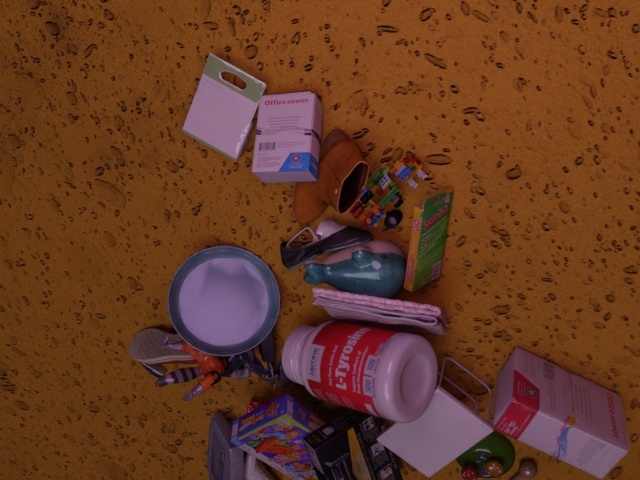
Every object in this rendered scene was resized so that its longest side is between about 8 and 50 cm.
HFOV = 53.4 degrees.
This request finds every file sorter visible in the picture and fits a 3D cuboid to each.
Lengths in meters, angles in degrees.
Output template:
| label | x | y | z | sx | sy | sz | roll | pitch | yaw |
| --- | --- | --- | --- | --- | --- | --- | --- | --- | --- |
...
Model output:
| label | x | y | z | sx | sy | sz | roll | pitch | yaw |
| --- | --- | --- | --- | --- | --- | --- | --- | --- | --- |
| file sorter | 0.334 | 0.502 | 1.828 | 0.193 | 0.173 | 0.277 | 37 | 122 | -3 |

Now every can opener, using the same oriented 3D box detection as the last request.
| label | x | y | z | sx | sy | sz | roll | pitch | yaw |
| --- | --- | --- | --- | --- | --- | --- | --- | --- | --- |
| can opener | -0.142 | 0.338 | 1.978 | 0.095 | 0.076 | 0.283 | -9 | 117 | -13 |

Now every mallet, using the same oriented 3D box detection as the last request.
| label | x | y | z | sx | sy | sz | roll | pitch | yaw |
| --- | --- | --- | --- | --- | --- | --- | --- | --- | --- |
| mallet | 0.137 | -0.105 | 1.666 | 0.190 | 0.062 | 0.039 | 43 | 121 | 11 |

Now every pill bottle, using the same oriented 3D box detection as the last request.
| label | x | y | z | sx | sy | sz | roll | pitch | yaw |
| --- | --- | --- | --- | --- | --- | --- | --- | --- | --- |
| pill bottle | 0.094 | 0.343 | 1.743 | 0.408 | 0.229 | 0.229 | 3 | 120 | 43 |

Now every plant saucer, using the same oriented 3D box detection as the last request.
| label | x | y | z | sx | sy | sz | roll | pitch | yaw |
| --- | --- | --- | --- | --- | --- | --- | --- | --- | --- |
| plant saucer | -0.276 | 0.174 | 1.830 | 0.318 | 0.317 | 0.043 | 35 | 162 | -1 |

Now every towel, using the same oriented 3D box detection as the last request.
| label | x | y | z | sx | sy | sz | roll | pitch | yaw |
| --- | --- | --- | --- | --- | --- | --- | --- | --- | --- |
| towel | 0.163 | 0.195 | 1.678 | 0.332 | 0.317 | 0.053 | 8 | 78 | 15 |

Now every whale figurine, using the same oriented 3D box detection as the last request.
| label | x | y | z | sx | sy | sz | roll | pitch | yaw |
| --- | --- | --- | --- | --- | --- | --- | --- | --- | --- |
| whale figurine | 0.093 | 0.093 | 1.662 | 0.272 | 0.141 | 0.216 | -5 | 153 | -9 |

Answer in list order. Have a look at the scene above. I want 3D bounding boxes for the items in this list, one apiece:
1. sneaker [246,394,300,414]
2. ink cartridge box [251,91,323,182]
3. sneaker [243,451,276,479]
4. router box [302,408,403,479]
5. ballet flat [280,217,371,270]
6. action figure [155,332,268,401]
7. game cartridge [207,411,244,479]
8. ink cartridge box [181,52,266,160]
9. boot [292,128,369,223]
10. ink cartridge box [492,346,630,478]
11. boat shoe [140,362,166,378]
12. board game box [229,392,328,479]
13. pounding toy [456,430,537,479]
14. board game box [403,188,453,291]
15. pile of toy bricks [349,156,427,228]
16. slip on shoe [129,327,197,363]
| label | x | y | z | sx | sy | sz | roll | pitch | yaw |
| --- | --- | --- | --- | --- | --- | --- | --- | --- | --- |
| sneaker | -0.168 | 0.551 | 2.076 | 0.128 | 0.087 | 0.221 | 36 | 121 | -4 |
| ink cartridge box | -0.078 | -0.252 | 1.567 | 0.148 | 0.086 | 0.203 | 1 | 75 | 18 |
| sneaker | -0.219 | 0.829 | 2.243 | 0.152 | 0.114 | 0.305 | -1 | 115 | -7 |
| router box | 0.106 | 0.681 | 1.965 | 0.081 | 0.243 | 0.308 | 20 | 133 | 58 |
| ballet flat | 0.000 | 0.000 | 1.731 | 0.281 | 0.095 | 0.096 | -21 | 94 | 26 |
| action figure | -0.341 | 0.328 | 1.907 | 0.341 | 0.330 | 0.178 | 50 | 115 | 26 |
| game cartridge | -0.328 | 0.764 | 2.193 | 0.198 | 0.062 | 0.297 | 40 | 132 | 42 |
| ink cartridge box | -0.246 | -0.346 | 1.653 | 0.171 | 0.056 | 0.235 | 29 | 119 | 2 |
| boot | 0.019 | -0.116 | 1.585 | 0.104 | 0.211 | 0.295 | 12 | 121 | -23 |
| ink cartridge box | 0.623 | 0.448 | 1.672 | 0.306 | 0.226 | 0.131 | 26 | 122 | 5 |
| boat shoe | -0.589 | 0.427 | 2.177 | 0.125 | 0.046 | 0.038 | 36 | 117 | -12 |
| board game box | -0.081 | 0.638 | 2.017 | 0.233 | 0.078 | 0.347 | -33 | 123 | 25 |
| pounding toy | 0.507 | 0.682 | 1.901 | 0.237 | 0.110 | 0.183 | 35 | 122 | -1 |
| board game box | 0.274 | -0.003 | 1.616 | 0.039 | 0.124 | 0.259 | 30 | 128 | 36 |
| pile of toy bricks | 0.149 | -0.139 | 1.585 | 0.118 | 0.105 | 0.212 | 23 | 119 | -42 |
| slip on shoe | -0.488 | 0.354 | 2.070 | 0.331 | 0.123 | 0.101 | -5 | 147 | 26 |
